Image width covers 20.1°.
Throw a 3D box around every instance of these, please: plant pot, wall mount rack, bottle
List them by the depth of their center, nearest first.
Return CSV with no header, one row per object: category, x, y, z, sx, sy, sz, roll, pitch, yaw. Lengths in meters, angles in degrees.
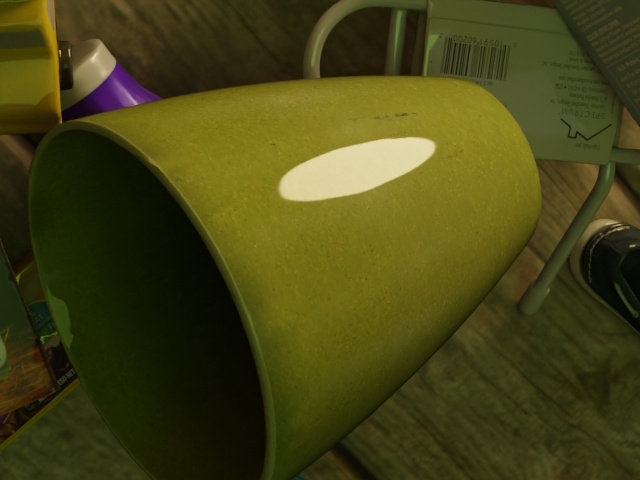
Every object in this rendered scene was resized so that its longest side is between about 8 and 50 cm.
plant pot,0.000,0.000,1.222,0.293,0.275,0.275,-25,112,-30
bottle,-0.110,-0.022,1.361,0.092,0.118,0.283,-38,113,-5
wall mount rack,0.125,-0.082,1.438,0.350,0.130,0.304,4,98,-22

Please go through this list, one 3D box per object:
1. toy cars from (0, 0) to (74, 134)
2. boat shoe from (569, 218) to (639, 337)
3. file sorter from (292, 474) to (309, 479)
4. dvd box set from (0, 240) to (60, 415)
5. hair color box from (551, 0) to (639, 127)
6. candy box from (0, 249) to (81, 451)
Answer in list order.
toy cars,-0.159,-0.250,1.251,0.176,0.087,0.394,37,79,-2
boat shoe,0.328,0.066,1.572,0.254,0.079,0.095,39,87,-25
file sorter,-0.033,0.243,1.431,0.118,0.170,0.104,32,88,-25
dvd box set,-0.433,0.049,1.271,0.420,0.062,0.308,-22,105,-13
hair color box,0.254,-0.252,1.362,0.185,0.113,0.374,-37,94,-24
candy box,-0.261,0.108,1.386,0.206,0.027,0.105,-41,110,-7
